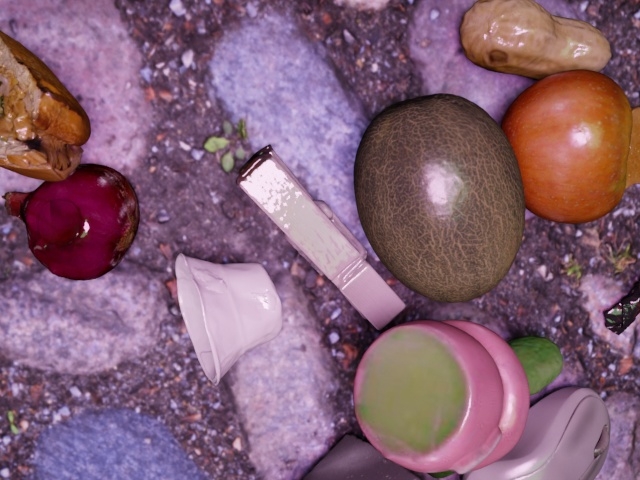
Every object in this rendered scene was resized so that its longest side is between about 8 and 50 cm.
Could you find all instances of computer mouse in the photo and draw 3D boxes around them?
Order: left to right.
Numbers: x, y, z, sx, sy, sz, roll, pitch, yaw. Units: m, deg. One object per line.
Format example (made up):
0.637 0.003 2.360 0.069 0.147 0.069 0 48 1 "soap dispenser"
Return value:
0.382 0.379 0.967 0.297 0.121 0.184 -29 114 -4 "computer mouse"

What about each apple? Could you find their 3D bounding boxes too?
0.366 -0.136 0.862 0.173 0.210 0.234 -2 110 20 "apple"

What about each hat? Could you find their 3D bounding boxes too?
-0.134 0.105 0.865 0.126 0.203 0.202 -14 101 -24 "hat"

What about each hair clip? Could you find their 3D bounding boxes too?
0.004 -0.003 0.890 0.085 0.101 0.330 -44 103 -4 "hair clip"

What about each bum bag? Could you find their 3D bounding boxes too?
0.552 0.112 1.007 0.124 0.034 0.058 -45 110 2 "bum bag"

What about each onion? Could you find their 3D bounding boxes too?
-0.370 -0.031 0.818 0.199 0.135 0.173 10 94 -7 "onion"

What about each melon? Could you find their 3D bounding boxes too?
0.171 -0.057 0.830 0.238 0.237 0.301 -20 107 -4 "melon"

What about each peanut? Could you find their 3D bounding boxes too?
0.329 -0.302 0.872 0.237 0.120 0.110 13 58 -3 "peanut"

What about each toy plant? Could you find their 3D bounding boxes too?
0.189 0.243 0.850 0.210 0.356 0.317 46 105 28 "toy plant"

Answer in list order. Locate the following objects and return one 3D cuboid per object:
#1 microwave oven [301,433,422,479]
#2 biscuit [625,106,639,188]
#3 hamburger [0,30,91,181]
0.143 0.560 0.855 0.236 0.374 0.432 -41 104 -19 "microwave oven"
0.602 -0.131 0.975 0.241 0.035 0.158 17 99 -9 "biscuit"
-0.397 -0.164 0.760 0.144 0.156 0.283 -48 61 -1 "hamburger"
